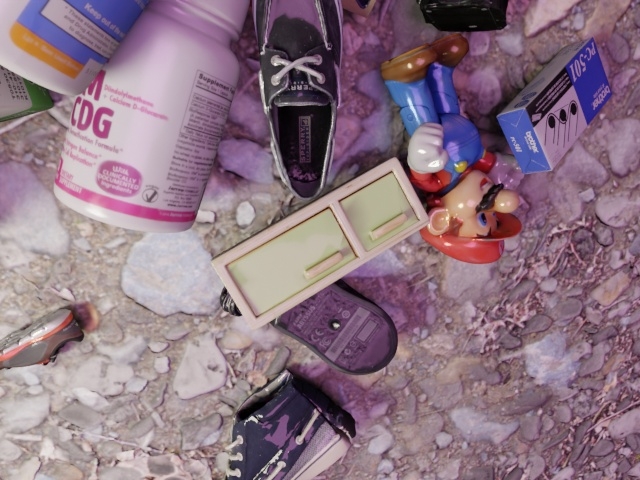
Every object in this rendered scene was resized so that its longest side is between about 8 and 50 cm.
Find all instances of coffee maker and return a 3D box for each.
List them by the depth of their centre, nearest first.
[{"bbox_3d":[0.189,-0.360,0.507,0.120,0.171,0.178,6,104,4],"label":"coffee maker"}]

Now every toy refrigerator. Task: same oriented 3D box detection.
[{"bbox_3d":[0.000,0.000,0.568,0.270,0.094,0.102,-30,97,-11],"label":"toy refrigerator"}]

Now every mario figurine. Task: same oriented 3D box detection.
[{"bbox_3d":[0.208,-0.114,0.586,0.198,0.170,0.320,-23,108,-2],"label":"mario figurine"}]

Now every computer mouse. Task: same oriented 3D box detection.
[{"bbox_3d":[0.003,0.100,0.668,0.272,0.072,0.188,39,94,-9],"label":"computer mouse"}]

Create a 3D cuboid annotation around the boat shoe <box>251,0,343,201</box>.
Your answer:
[{"bbox_3d":[-0.025,-0.190,0.509,0.108,0.102,0.300,-1,124,-2],"label":"boat shoe"}]

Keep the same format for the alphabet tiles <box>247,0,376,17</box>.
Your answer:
[{"bbox_3d":[-0.070,-0.360,0.429,0.343,0.285,0.011,14,62,-15],"label":"alphabet tiles"}]

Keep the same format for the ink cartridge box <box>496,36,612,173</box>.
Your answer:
[{"bbox_3d":[0.340,-0.194,0.610,0.207,0.046,0.097,-44,112,-24],"label":"ink cartridge box"}]

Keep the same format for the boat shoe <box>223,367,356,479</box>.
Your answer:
[{"bbox_3d":[-0.117,0.361,0.701,0.341,0.127,0.158,-42,103,-5],"label":"boat shoe"}]

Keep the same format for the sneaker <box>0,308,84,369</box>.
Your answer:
[{"bbox_3d":[-0.412,0.161,0.604,0.158,0.061,0.064,-28,116,-1],"label":"sneaker"}]

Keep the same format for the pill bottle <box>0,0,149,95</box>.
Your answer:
[{"bbox_3d":[-0.184,-0.266,0.331,0.152,0.152,0.272,37,95,-19],"label":"pill bottle"}]

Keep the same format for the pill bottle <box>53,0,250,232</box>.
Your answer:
[{"bbox_3d":[-0.189,-0.164,0.494,0.161,0.160,0.282,17,101,-16],"label":"pill bottle"}]

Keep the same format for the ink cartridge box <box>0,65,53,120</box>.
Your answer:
[{"bbox_3d":[-0.390,-0.204,0.380,0.117,0.278,0.201,-16,109,-6],"label":"ink cartridge box"}]
